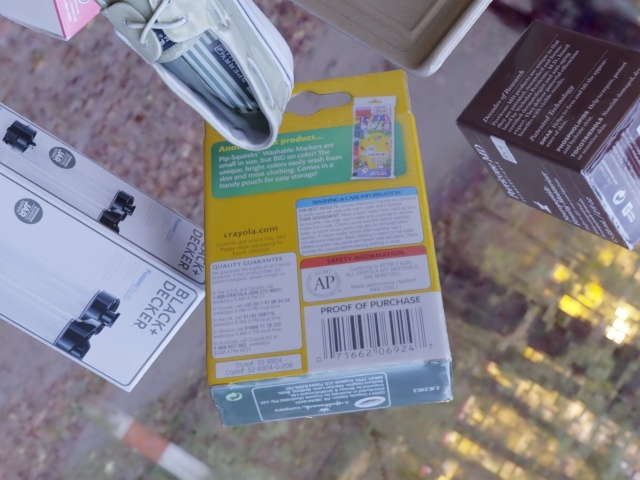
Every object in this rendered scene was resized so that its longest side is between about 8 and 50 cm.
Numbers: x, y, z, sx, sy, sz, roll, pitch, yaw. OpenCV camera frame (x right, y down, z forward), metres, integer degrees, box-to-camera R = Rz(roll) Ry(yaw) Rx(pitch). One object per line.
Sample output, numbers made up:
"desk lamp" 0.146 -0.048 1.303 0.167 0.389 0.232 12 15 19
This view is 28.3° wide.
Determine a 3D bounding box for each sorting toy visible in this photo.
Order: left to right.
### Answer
"sorting toy" 0.092 -0.282 0.956 0.307 0.229 0.041 -51 150 -6

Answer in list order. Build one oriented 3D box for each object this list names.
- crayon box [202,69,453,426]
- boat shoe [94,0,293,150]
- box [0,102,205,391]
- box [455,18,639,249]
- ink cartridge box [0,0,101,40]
"crayon box" 0.000 0.000 1.156 0.083 0.203 0.323 79 6 -55
"boat shoe" -0.117 -0.190 1.040 0.109 0.302 0.094 -28 -137 25
"box" -0.259 0.003 1.235 0.169 0.290 0.087 -49 -165 32
"box" 0.307 -0.125 1.484 0.167 0.203 0.168 -52 135 -9
"ink cartridge box" -0.268 -0.404 1.478 0.283 0.117 0.207 -51 151 -33
